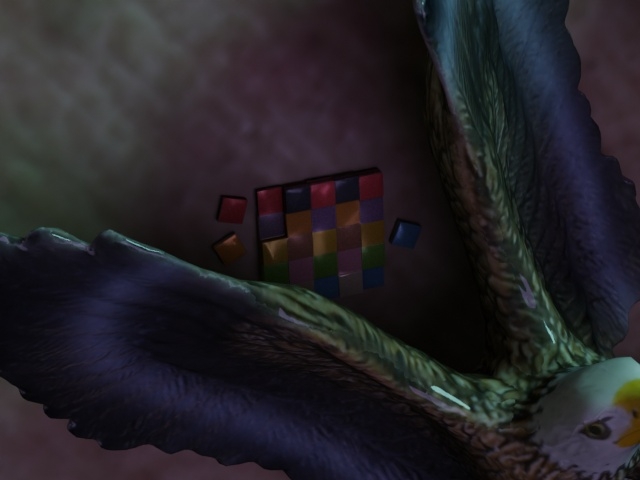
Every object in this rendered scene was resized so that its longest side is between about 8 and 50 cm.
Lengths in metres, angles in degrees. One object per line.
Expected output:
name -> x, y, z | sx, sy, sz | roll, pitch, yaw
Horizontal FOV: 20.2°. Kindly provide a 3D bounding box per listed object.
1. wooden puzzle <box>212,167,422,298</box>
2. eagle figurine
wooden puzzle -> 0.000, 0.000, 0.678 | 0.083, 0.006, 0.049 | -11, 116, -17
eagle figurine -> 0.058, 0.041, 0.636 | 0.298, 0.226, 0.225 | 46, 133, -5
